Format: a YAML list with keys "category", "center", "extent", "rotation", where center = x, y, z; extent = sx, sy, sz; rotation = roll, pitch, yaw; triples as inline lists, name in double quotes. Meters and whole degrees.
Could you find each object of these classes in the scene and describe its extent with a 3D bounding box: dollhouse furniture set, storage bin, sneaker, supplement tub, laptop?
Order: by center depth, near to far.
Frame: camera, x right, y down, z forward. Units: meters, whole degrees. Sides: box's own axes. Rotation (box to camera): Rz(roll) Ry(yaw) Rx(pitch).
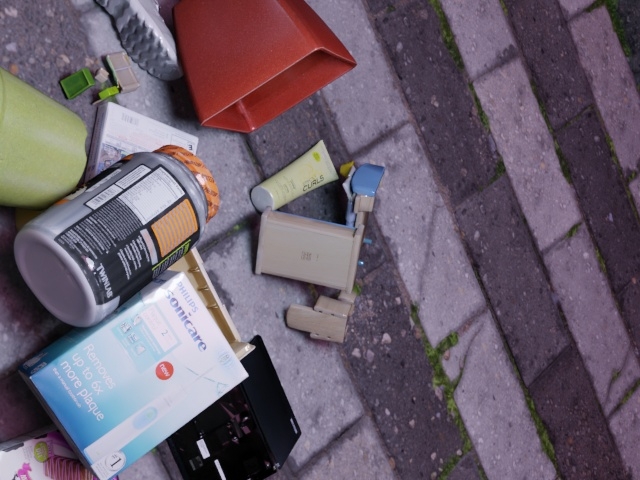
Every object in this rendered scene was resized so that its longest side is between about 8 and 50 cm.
- category: "supplement tub"
  center: [-0.322, -0.018, 1.766]
  extent: [0.316, 0.193, 0.193]
  rotation: [-41, 110, -39]
- category: "storage bin"
  center: [-0.279, 0.141, 1.956]
  extent: [0.260, 0.123, 0.262]
  rotation: [-36, 107, -39]
- category: "dollhouse furniture set"
  center: [-0.401, -0.293, 1.985]
  extent: [0.076, 0.058, 0.151]
  rotation: [64, 29, -4]
- category: "sneaker"
  center: [-0.326, -0.431, 2.021]
  extent: [0.115, 0.105, 0.281]
  rotation: [-48, 115, -39]
- category: "laptop"
  center: [-0.173, 0.346, 2.093]
  extent: [0.264, 0.136, 0.234]
  rotation: [-25, 101, -16]
- category: "dollhouse furniture set"
  center: [0.000, 0.000, 2.271]
  extent: [0.303, 0.198, 0.286]
  rotation: [-64, 165, -59]

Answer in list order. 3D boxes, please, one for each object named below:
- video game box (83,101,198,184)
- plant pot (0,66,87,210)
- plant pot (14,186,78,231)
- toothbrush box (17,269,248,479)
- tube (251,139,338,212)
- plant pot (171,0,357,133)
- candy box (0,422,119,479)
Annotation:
- category: "video game box"
  center: [-0.331, -0.133, 2.006]
  extent: [0.205, 0.048, 0.187]
  rotation: [21, 68, -38]
- category: "plant pot"
  center: [-0.520, -0.161, 1.717]
  extent: [0.254, 0.276, 0.276]
  rotation: [22, 68, -51]
- category: "plant pot"
  center: [-0.440, -0.044, 1.857]
  extent: [0.134, 0.095, 0.134]
  rotation: [9, 77, -41]
- category: "toothbrush box"
  center: [-0.303, 0.214, 1.768]
  extent: [0.295, 0.126, 0.216]
  rotation: [-35, 106, -21]
- category: "tube"
  center: [-0.048, -0.130, 2.261]
  extent: [0.240, 0.062, 0.070]
  rotation: [-34, 146, -46]
- category: "plant pot"
  center: [-0.127, -0.378, 2.060]
  extent: [0.236, 0.267, 0.267]
  rotation: [62, 16, 6]
- category: "candy box"
  center: [-0.453, 0.394, 1.788]
  extent: [0.233, 0.071, 0.159]
  rotation: [-17, 95, -42]
